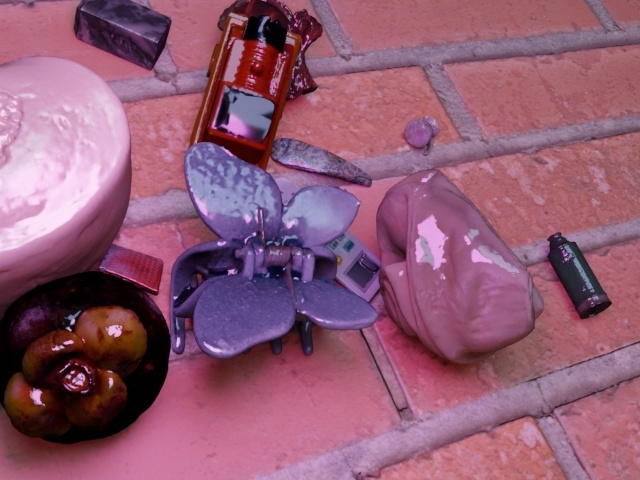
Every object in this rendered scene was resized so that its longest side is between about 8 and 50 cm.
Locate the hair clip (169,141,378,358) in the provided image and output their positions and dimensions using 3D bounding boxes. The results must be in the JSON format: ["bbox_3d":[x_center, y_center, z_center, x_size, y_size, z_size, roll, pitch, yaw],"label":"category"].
[{"bbox_3d":[-0.096,0.067,1.510,0.318,0.238,0.392,3,58,-21],"label":"hair clip"}]

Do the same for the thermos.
[{"bbox_3d":[0.544,0.067,1.870,0.083,0.073,0.187,-10,62,-26],"label":"thermos"}]

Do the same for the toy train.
[{"bbox_3d":[-0.147,-0.268,1.696,0.163,0.231,0.369,17,78,-12],"label":"toy train"}]

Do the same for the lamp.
[{"bbox_3d":[-0.117,-0.415,1.871,0.223,0.215,0.151,14,12,26],"label":"lamp"}]

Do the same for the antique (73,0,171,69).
[{"bbox_3d":[-0.411,-0.440,1.813,0.183,0.088,0.086,22,52,-6],"label":"antique"}]

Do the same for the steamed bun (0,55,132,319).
[{"bbox_3d":[-0.490,-0.041,1.340,0.456,0.371,0.290,-29,76,-20],"label":"steamed bun"}]

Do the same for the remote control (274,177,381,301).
[{"bbox_3d":[0.001,0.000,1.712,0.293,0.051,0.103,40,53,2],"label":"remote control"}]

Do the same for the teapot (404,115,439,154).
[{"bbox_3d":[0.230,-0.236,1.959,0.064,0.064,0.083,-31,106,-42],"label":"teapot"}]

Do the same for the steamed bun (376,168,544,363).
[{"bbox_3d":[0.231,0.067,1.615,0.255,0.342,0.367,-40,52,7],"label":"steamed bun"}]

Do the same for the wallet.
[{"bbox_3d":[-0.318,0.046,1.491,0.103,0.196,0.020,20,98,-12],"label":"wallet"}]

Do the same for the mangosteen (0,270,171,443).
[{"bbox_3d":[-0.355,0.171,1.304,0.288,0.287,0.233,-12,72,-28],"label":"mangosteen"}]

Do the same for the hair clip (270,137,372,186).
[{"bbox_3d":[0.005,-0.160,1.827,0.229,0.036,0.066,18,60,-10],"label":"hair clip"}]
